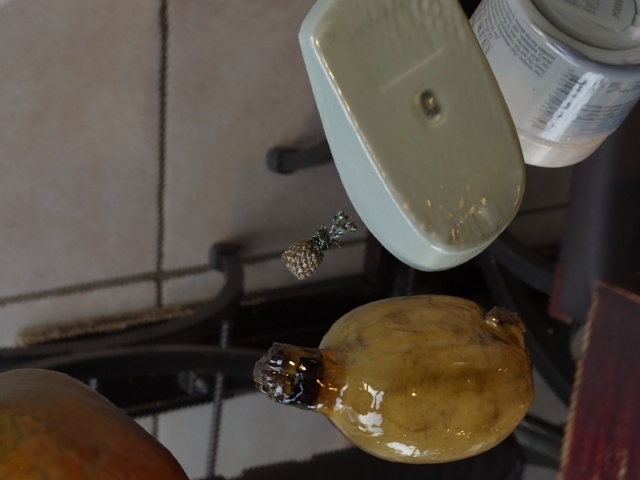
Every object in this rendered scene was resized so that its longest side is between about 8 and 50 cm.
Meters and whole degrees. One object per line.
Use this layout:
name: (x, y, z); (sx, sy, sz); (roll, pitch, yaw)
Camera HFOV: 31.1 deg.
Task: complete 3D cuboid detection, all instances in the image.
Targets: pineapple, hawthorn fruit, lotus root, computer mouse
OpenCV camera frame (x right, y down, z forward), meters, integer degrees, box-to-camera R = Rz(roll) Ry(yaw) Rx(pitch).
pineapple: (0.000, 0.000, 1.674); (0.124, 0.058, 0.058); (-45, 131, 12)
hawthorn fruit: (-0.214, 0.259, 0.903); (0.301, 0.268, 0.267); (34, 87, 3)
lotus root: (0.080, 0.144, 1.203); (0.310, 0.183, 0.182); (1, 108, -30)
computer mouse: (0.062, -0.084, 0.801); (0.128, 0.079, 0.230); (-34, 111, -25)

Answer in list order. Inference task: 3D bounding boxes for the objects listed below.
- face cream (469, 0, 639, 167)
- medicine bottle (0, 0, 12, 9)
face cream: (0.227, -0.182, 1.086); (0.177, 0.177, 0.153); (-19, 156, -29)
medicine bottle: (-0.372, -0.245, 1.067); (0.237, 0.139, 0.139); (-29, 135, 25)
